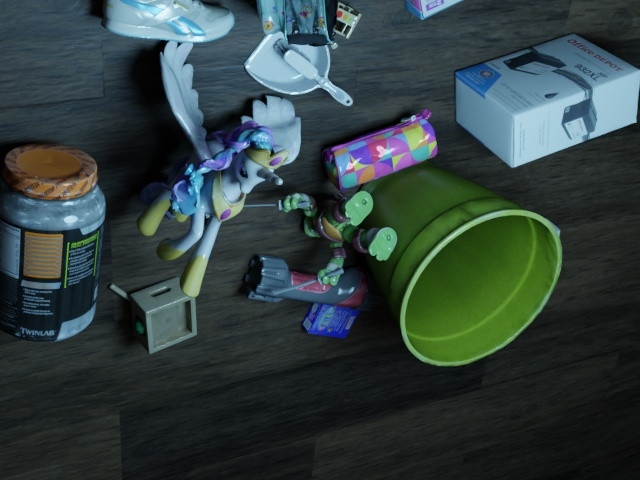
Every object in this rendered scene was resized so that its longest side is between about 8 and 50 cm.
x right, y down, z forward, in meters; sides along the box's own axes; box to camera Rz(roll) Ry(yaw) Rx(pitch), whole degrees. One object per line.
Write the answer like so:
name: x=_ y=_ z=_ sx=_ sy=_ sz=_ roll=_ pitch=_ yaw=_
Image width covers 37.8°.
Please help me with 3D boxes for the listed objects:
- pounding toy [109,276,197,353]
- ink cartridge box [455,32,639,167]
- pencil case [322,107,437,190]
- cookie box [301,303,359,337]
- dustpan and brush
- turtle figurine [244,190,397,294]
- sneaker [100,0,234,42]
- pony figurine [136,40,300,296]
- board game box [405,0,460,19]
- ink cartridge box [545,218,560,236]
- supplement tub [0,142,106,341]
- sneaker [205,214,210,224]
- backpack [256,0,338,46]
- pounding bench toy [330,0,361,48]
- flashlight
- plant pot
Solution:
pounding toy: x=-0.338 y=0.141 z=1.890 sx=0.141 sy=0.100 sz=0.130 roll=-21 pitch=131 yaw=-30
ink cartridge box: x=0.466 y=-0.297 z=1.936 sx=0.308 sy=0.223 sz=0.129 roll=-20 pitch=129 yaw=-16
pencil case: x=0.122 y=-0.184 z=1.902 sx=0.236 sy=0.104 sz=0.104 roll=-24 pitch=131 yaw=-12
cookie box: x=0.026 y=0.174 z=2.144 sx=0.107 sy=0.040 sz=0.091 roll=13 pitch=115 yaw=-35
dustpan and brush: x=-0.019 y=-0.318 z=1.754 sx=0.211 sy=0.060 sz=0.147 roll=31 pitch=104 yaw=-40
turtle figurine: x=0.000 y=0.000 z=1.843 sx=0.275 sy=0.266 sz=0.197 roll=-7 pitch=90 yaw=-33
sneaker: x=-0.247 y=-0.388 z=1.559 sx=0.229 sy=0.087 sz=0.092 roll=-4 pitch=121 yaw=-30
pony figurine: x=-0.183 y=-0.133 z=1.645 sx=0.303 sy=0.351 sz=0.363 roll=18 pitch=131 yaw=-34
board game box: x=0.247 y=-0.597 z=1.704 sx=0.242 sy=0.064 sz=0.316 roll=-26 pitch=131 yaw=-11
ink cartridge box: x=0.525 y=0.034 z=2.314 sx=0.109 sy=0.063 sz=0.150 roll=-17 pitch=129 yaw=-19
supplement tub: x=-0.479 y=0.003 z=1.632 sx=0.194 sy=0.193 sz=0.316 roll=-3 pitch=123 yaw=-28
sneaker: x=-0.223 y=-0.063 z=1.845 sx=0.037 sy=0.032 sz=0.083 roll=1 pitch=117 yaw=-14
backpack: x=-0.038 y=-0.437 z=1.591 sx=0.145 sy=0.166 sz=0.188 roll=5 pitch=112 yaw=2
pounding bench toy: x=0.021 y=-0.401 z=1.723 sx=0.065 sy=0.052 sz=0.083 roll=16 pitch=113 yaw=-37
flashlight: x=-0.010 y=0.088 z=2.030 sx=0.304 sy=0.103 sz=0.103 roll=12 pitch=145 yaw=-31
plant pot: x=0.241 y=0.007 z=1.938 sx=0.367 sy=0.353 sz=0.366 roll=-16 pitch=129 yaw=-20
